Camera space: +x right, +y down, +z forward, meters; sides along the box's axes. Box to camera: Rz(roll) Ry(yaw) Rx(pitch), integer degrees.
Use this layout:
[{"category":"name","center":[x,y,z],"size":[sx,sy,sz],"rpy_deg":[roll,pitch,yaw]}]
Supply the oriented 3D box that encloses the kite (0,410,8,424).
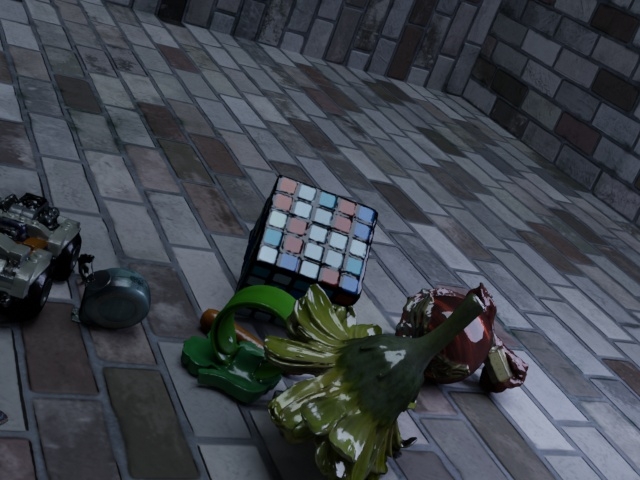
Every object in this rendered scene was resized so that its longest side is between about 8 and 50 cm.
[{"category":"kite","center":[-0.513,0.157,1.081],"size":[0.285,0.015,0.152],"rpy_deg":[32,24,25]}]

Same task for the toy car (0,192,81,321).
[{"category":"toy car","center":[-0.470,0.005,1.348],"size":[0.193,0.118,0.301],"rpy_deg":[18,21,-3]}]

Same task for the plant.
[{"category":"plant","center":[0.086,0.198,1.221],"size":[0.297,0.261,0.306],"rpy_deg":[-14,37,2]}]

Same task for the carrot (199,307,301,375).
[{"category":"carrot","center":[-0.108,0.165,1.418],"size":[0.190,0.037,0.037],"rpy_deg":[31,23,13]}]

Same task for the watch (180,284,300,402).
[{"category":"watch","center":[-0.109,0.140,1.316],"size":[0.165,0.152,0.131],"rpy_deg":[26,25,7]}]

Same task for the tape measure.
[{"category":"tape measure","center":[-0.317,0.056,1.376],"size":[0.107,0.104,0.180],"rpy_deg":[9,26,-21]}]

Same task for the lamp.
[{"category":"lamp","center":[0.238,0.175,1.543],"size":[0.223,0.215,0.151],"rpy_deg":[-17,-2,-11]}]

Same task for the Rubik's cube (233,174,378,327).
[{"category":"Rubik's cube","center":[-0.028,0.032,1.513],"size":[0.187,0.182,0.184],"rpy_deg":[18,56,-10]}]

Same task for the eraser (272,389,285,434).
[{"category":"eraser","center":[-0.045,0.247,1.297],"size":[0.038,0.019,0.083],"rpy_deg":[13,23,-17]}]
